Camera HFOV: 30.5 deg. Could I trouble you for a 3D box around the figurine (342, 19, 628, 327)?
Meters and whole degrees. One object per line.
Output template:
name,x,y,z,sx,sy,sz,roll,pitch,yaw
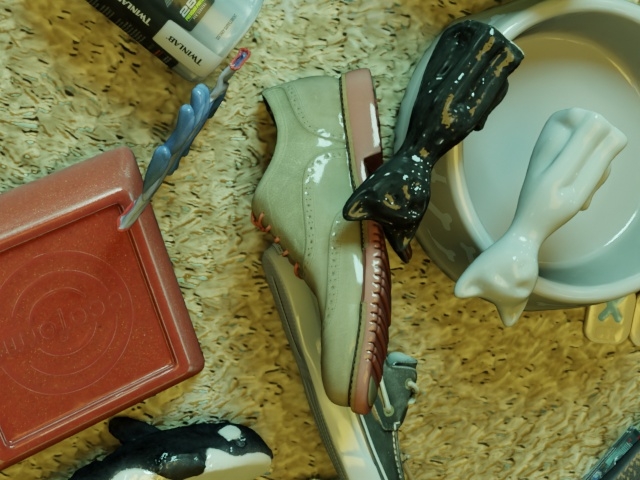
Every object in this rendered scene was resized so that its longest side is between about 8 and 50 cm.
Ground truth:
figurine,0.151,-0.052,1.068,0.215,0.092,0.209,35,81,-15

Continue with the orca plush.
orca plush,-0.199,0.237,1.201,0.287,0.102,0.151,-25,151,-4

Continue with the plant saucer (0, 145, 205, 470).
plant saucer,-0.250,0.075,1.116,0.258,0.048,0.259,-25,114,-21

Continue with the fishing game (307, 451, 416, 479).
fishing game,0.008,0.348,1.284,0.264,0.041,0.189,-28,109,-8

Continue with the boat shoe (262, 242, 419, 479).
boat shoe,0.047,0.145,1.201,0.119,0.121,0.335,-19,99,-10

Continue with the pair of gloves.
pair of gloves,-0.126,-0.099,1.078,0.023,0.198,0.159,34,125,-6

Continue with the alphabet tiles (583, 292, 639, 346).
alphabet tiles,0.398,-0.011,1.320,0.284,0.021,0.278,7,99,-15

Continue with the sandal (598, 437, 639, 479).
sandal,0.365,0.276,1.346,0.254,0.054,0.097,-36,100,4

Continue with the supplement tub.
supplement tub,-0.155,-0.245,1.080,0.190,0.117,0.117,37,90,-18

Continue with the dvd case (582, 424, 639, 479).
dvd case,0.353,0.287,1.373,0.087,0.013,0.119,42,90,-18

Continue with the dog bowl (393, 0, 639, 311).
dog bowl,0.254,-0.092,1.201,0.348,0.102,0.349,-1,93,-16

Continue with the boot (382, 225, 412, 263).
boot,0.116,-0.043,1.235,0.114,0.037,0.106,-24,105,-13

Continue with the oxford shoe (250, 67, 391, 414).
oxford shoe,0.000,0.000,1.122,0.130,0.123,0.348,-4,63,4
